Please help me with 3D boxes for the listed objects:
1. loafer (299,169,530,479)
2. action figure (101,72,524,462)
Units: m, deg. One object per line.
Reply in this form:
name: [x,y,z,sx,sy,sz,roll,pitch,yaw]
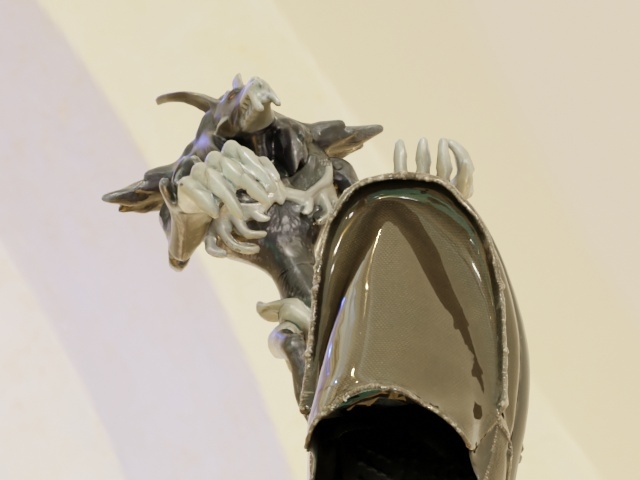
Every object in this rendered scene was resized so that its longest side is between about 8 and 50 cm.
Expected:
loafer: [0.033,0.060,0.565,0.078,0.080,0.220,75,11,-56]
action figure: [0.000,0.000,0.819,0.276,0.164,0.141,62,-30,25]
